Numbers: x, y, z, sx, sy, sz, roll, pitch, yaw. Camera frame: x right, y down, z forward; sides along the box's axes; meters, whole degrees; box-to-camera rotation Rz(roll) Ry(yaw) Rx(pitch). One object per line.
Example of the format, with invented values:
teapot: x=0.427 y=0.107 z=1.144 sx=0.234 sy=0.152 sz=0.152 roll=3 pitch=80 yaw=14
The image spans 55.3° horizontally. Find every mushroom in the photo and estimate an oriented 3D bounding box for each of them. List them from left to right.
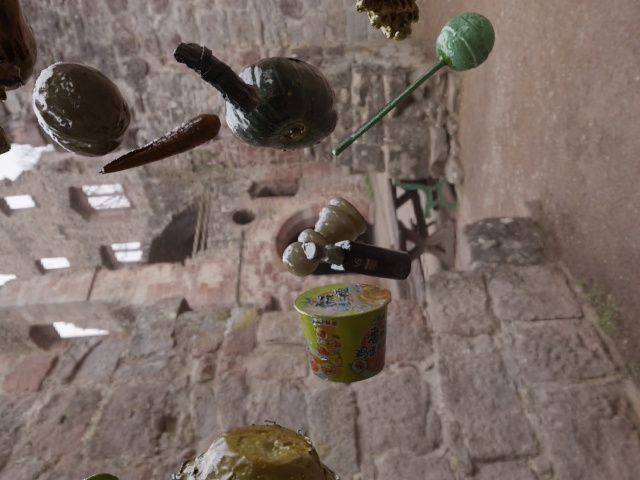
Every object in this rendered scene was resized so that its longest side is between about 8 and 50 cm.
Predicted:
mushroom: x=-0.818 y=-0.488 z=1.400 sx=0.345 sy=0.346 sz=0.259 roll=83 pitch=-177 yaw=-46

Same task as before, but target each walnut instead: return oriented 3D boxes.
walnut: x=-0.383 y=-0.211 z=0.981 sx=0.162 sy=0.140 sz=0.140 roll=52 pitch=169 yaw=20

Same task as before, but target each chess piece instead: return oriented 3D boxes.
chess piece: x=0.000 y=0.000 z=1.175 sx=0.094 sy=0.170 sz=0.094 roll=39 pitch=158 yaw=20

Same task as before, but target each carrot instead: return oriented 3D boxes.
carrot: x=-0.265 y=-0.154 z=1.011 sx=0.048 sy=0.216 sz=0.048 roll=63 pitch=174 yaw=12

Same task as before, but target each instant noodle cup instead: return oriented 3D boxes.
instant noodle cup: x=0.064 y=0.246 z=1.638 sx=0.264 sy=0.265 sz=0.200 roll=-85 pitch=-8 yaw=-75

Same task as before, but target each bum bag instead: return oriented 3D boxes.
bum bag: x=-0.130 y=-0.212 z=0.786 sx=0.124 sy=0.034 sz=0.057 roll=38 pitch=-141 yaw=-20

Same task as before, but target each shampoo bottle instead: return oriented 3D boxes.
shampoo bottle: x=0.066 y=0.032 z=1.093 sx=0.064 sy=0.208 sz=0.057 roll=9 pitch=88 yaw=59

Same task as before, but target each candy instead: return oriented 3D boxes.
candy: x=0.198 y=-0.332 z=1.344 sx=0.119 sy=0.440 sz=0.119 roll=49 pitch=-176 yaw=-4

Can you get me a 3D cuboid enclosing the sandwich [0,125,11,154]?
sandwich: x=-0.695 y=-0.209 z=1.325 sx=0.031 sy=0.044 sz=0.083 roll=102 pitch=-175 yaw=-71

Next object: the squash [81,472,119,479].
squash: x=-0.372 y=0.430 z=0.830 sx=0.252 sy=0.093 sz=0.169 roll=-36 pitch=42 yaw=38

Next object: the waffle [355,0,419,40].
waffle: x=0.107 y=-0.427 z=1.050 sx=0.192 sy=0.046 sz=0.160 roll=20 pitch=-120 yaw=-41

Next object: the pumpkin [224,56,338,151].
pumpkin: x=-0.109 y=-0.390 z=1.788 sx=0.328 sy=0.292 sz=0.257 roll=16 pitch=-129 yaw=-51

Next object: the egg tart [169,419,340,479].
egg tart: x=-0.094 y=0.382 z=1.008 sx=0.295 sy=0.295 sz=0.116 roll=-73 pitch=-7 yaw=-84
